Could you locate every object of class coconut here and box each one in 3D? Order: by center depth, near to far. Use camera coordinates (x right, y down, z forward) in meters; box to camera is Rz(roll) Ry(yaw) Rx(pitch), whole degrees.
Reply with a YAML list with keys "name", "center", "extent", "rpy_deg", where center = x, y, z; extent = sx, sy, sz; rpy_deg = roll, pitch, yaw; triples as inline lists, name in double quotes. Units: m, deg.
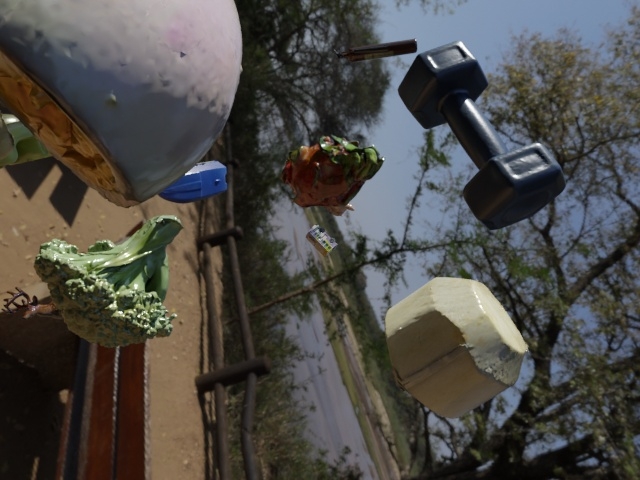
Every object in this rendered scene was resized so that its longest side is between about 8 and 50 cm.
- name: "coconut"
  center: [0.296, 0.246, 1.105]
  extent: [0.323, 0.323, 0.322]
  rpy_deg: [-20, 90, -89]

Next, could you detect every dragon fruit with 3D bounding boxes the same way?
- name: "dragon fruit"
  center: [0.021, -0.184, 1.172]
  extent: [0.200, 0.198, 0.269]
  rpy_deg: [34, -34, -7]

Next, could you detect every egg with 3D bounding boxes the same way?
- name: "egg"
  center: [-0.262, -0.272, 0.652]
  extent: [0.355, 0.339, 0.354]
  rpy_deg: [34, -21, 15]

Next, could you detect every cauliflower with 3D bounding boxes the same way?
- name: "cauliflower"
  center: [-0.436, 0.089, 1.027]
  extent: [0.326, 0.261, 0.280]
  rpy_deg: [57, 42, -36]

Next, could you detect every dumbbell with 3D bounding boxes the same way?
- name: "dumbbell"
  center: [0.261, -0.179, 0.798]
  extent: [0.160, 0.144, 0.324]
  rpy_deg: [21, 41, -54]

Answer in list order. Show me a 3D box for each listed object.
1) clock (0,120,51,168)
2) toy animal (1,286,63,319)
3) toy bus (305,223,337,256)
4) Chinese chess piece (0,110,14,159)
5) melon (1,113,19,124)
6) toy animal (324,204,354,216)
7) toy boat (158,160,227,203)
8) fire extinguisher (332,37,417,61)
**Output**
- name: "clock"
  center: [-0.689, -0.261, 1.191]
  extent: [0.235, 0.308, 0.096]
  rpy_deg: [5, -64, 45]
- name: "toy animal"
  center: [-0.827, 0.197, 1.509]
  extent: [0.260, 0.243, 0.087]
  rpy_deg: [36, -38, -4]
- name: "toy bus"
  center: [0.000, 0.000, 1.554]
  extent: [0.102, 0.058, 0.052]
  rpy_deg: [45, -29, 8]
- name: "Chinese chess piece"
  center: [-0.618, -0.244, 0.788]
  extent: [0.250, 0.103, 0.249]
  rpy_deg: [36, -36, 32]
- name: "melon"
  center: [-0.957, -0.339, 1.447]
  extent: [0.131, 0.098, 0.097]
  rpy_deg: [-30, 102, -54]
- name: "toy animal"
  center: [0.046, -0.134, 1.614]
  extent: [0.084, 0.089, 0.150]
  rpy_deg: [16, 8, -36]
- name: "toy boat"
  center: [-0.446, -0.194, 1.611]
  extent: [0.295, 0.088, 0.129]
  rpy_deg: [-29, 125, -56]
- name: "fire extinguisher"
  center: [0.114, -0.393, 0.983]
  extent: [0.048, 0.174, 0.035]
  rpy_deg: [-89, 170, -48]
